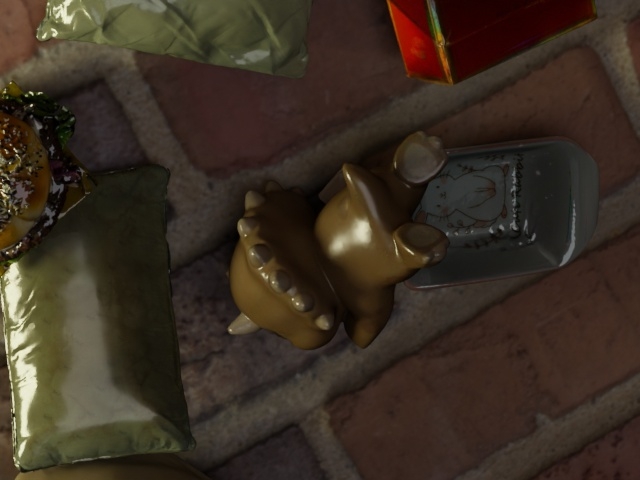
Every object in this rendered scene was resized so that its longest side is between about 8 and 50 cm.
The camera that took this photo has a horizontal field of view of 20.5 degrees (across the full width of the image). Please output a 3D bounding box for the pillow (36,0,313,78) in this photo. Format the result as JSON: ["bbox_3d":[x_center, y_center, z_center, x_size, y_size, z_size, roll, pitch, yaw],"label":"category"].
[{"bbox_3d":[-0.115,-0.305,1.696,0.274,0.076,0.281,7,106,-20],"label":"pillow"}]

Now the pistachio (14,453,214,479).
[{"bbox_3d":[-0.186,0.320,1.836,0.331,0.207,0.226,22,61,-32],"label":"pistachio"}]

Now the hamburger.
[{"bbox_3d":[-0.311,-0.062,1.679,0.164,0.093,0.189,38,92,11],"label":"hamburger"}]

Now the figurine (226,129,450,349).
[{"bbox_3d":[-0.002,0.006,1.779,0.173,0.177,0.247,14,148,-21],"label":"figurine"}]

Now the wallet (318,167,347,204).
[{"bbox_3d":[0.040,-0.037,1.875,0.083,0.011,0.044,40,94,-26],"label":"wallet"}]

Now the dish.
[{"bbox_3d":[0.186,-0.039,1.891,0.234,0.064,0.154,-7,110,-14],"label":"dish"}]

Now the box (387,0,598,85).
[{"bbox_3d":[0.147,-0.333,1.742,0.197,0.089,0.313,-27,115,-24],"label":"box"}]

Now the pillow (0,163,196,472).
[{"bbox_3d":[-0.227,0.071,1.763,0.184,0.075,0.303,-6,90,-15],"label":"pillow"}]
